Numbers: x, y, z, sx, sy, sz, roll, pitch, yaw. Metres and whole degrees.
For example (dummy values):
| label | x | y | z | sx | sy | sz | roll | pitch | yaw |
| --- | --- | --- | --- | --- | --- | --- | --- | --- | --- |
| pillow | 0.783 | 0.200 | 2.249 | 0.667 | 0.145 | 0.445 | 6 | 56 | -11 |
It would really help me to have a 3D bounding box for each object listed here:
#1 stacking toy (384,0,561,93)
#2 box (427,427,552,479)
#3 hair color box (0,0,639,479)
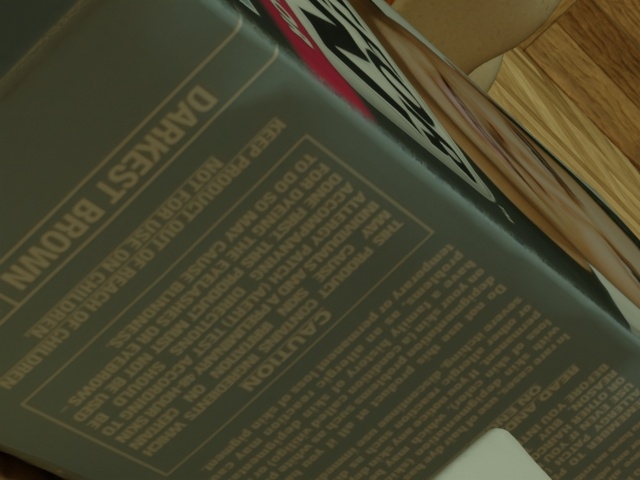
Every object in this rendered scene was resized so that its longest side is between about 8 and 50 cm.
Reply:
| label | x | y | z | sx | sy | sz | roll | pitch | yaw |
| --- | --- | --- | --- | --- | --- | --- | --- | --- | --- |
| stacking toy | -0.033 | -0.303 | 0.931 | 0.480 | 0.350 | 0.350 | 41 | 11 | 2 |
| box | 0.045 | 0.130 | 0.312 | 0.170 | 0.091 | 0.130 | 49 | 11 | 8 |
| hair color box | 0.000 | 0.000 | 0.529 | 0.374 | 0.113 | 0.185 | 36 | 16 | -47 |
